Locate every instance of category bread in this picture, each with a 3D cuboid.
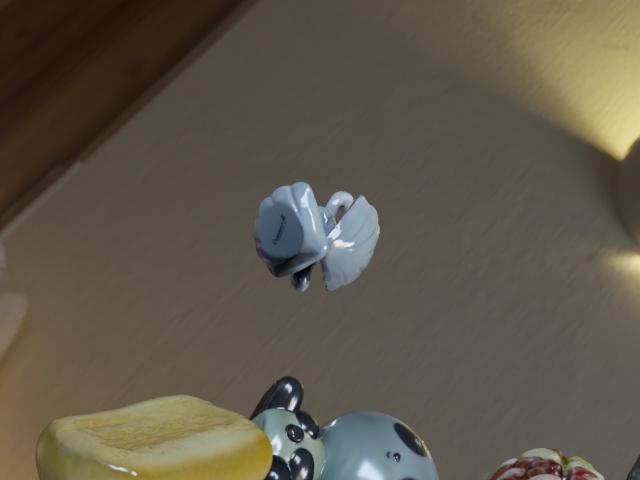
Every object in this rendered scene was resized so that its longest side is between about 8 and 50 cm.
[{"bbox_3d":[-0.149,0.206,1.059,0.147,0.217,0.098,15,-78,39],"label":"bread"}]

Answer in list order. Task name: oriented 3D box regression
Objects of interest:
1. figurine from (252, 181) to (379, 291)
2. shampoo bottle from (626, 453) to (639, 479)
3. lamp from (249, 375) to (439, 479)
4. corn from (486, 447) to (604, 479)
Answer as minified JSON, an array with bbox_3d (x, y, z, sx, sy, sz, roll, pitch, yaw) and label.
[{"bbox_3d":[0.000,0.000,0.966,0.082,0.094,0.086,29,18,36],"label":"figurine"},{"bbox_3d":[0.500,0.329,1.254,0.350,0.084,0.125,19,-30,32],"label":"shampoo bottle"},{"bbox_3d":[0.022,0.271,1.313,0.244,0.197,0.198,34,-17,-24],"label":"lamp"},{"bbox_3d":[0.119,0.186,0.529,0.092,0.092,0.280,49,12,-12],"label":"corn"}]
